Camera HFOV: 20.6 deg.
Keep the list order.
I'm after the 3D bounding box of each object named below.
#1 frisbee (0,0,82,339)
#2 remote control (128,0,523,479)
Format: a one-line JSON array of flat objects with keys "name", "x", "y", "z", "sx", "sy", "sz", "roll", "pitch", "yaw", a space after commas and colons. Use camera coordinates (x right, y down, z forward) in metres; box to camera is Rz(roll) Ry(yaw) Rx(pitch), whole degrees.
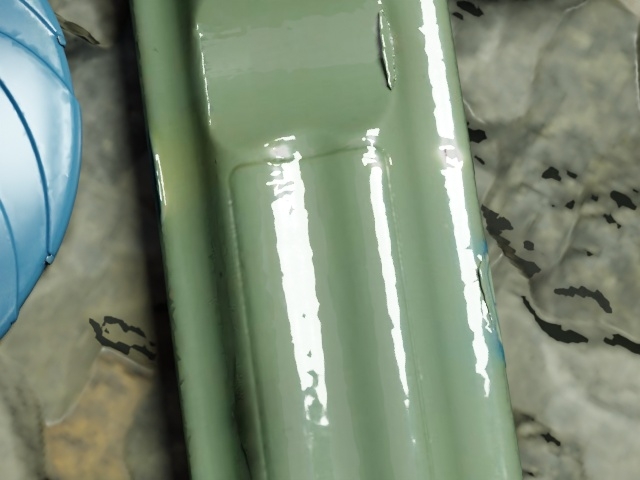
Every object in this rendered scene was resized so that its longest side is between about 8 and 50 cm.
[{"name": "frisbee", "x": -0.218, "y": -0.041, "z": 0.713, "sx": 0.242, "sy": 0.045, "sz": 0.242, "roll": 0, "pitch": 81, "yaw": 2}, {"name": "remote control", "x": 0.000, "y": 0.000, "z": 0.682, "sx": 0.128, "sy": 0.065, "sz": 0.335, "roll": -9, "pitch": 80, "yaw": 4}]
